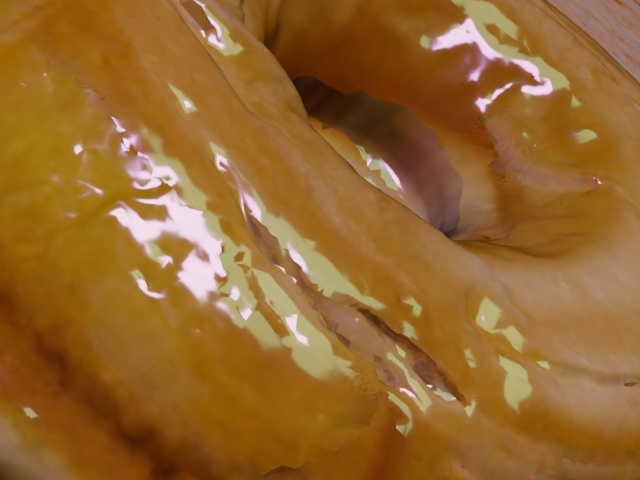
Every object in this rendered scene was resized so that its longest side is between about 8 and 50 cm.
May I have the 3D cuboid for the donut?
[{"bbox_3d":[0.000,0.000,0.756,0.449,0.198,0.449,24,38,-20],"label":"donut"}]
